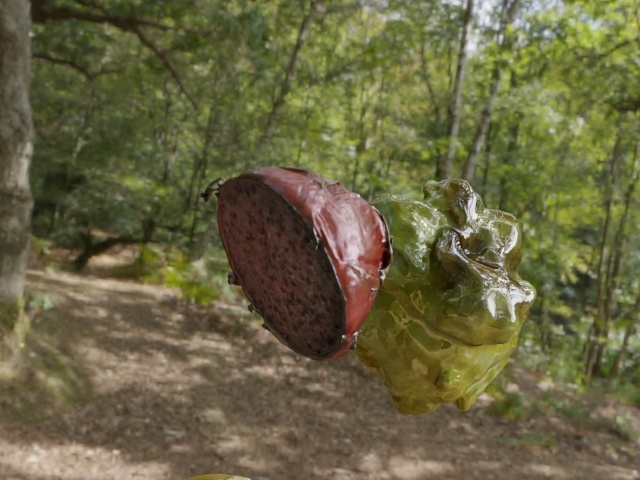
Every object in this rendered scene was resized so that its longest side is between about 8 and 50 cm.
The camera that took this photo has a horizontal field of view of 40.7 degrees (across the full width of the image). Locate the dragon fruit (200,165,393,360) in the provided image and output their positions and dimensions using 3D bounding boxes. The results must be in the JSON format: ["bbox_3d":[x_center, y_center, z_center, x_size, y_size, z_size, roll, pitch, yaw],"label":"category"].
[{"bbox_3d":[0.003,0.003,0.934,0.148,0.218,0.224,-30,24,-29],"label":"dragon fruit"}]

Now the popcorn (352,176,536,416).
[{"bbox_3d":[0.153,0.081,1.193,0.312,0.312,0.312,9,0,0],"label":"popcorn"}]

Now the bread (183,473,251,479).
[{"bbox_3d":[-0.146,0.470,1.341,0.211,0.183,0.224,-28,20,-6],"label":"bread"}]
